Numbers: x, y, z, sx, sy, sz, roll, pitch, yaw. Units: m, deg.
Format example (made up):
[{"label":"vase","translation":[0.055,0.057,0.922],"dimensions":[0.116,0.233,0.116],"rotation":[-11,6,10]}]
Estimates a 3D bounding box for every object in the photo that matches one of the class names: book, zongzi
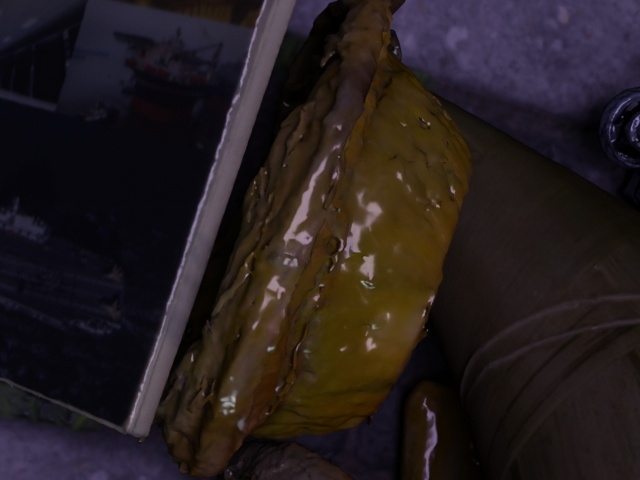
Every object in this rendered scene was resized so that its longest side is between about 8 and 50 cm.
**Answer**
[{"label":"book","translation":[-0.130,-0.111,0.879],"dimensions":[0.028,0.262,0.374],"rotation":[21,86,-54]},{"label":"zongzi","translation":[0.245,0.052,1.081],"dimensions":[0.447,0.181,0.418],"rotation":[-1,58,-42]}]

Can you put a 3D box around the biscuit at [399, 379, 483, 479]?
[{"label":"biscuit","translation":[0.123,0.180,1.083],"dimensions":[0.174,0.039,0.183],"rotation":[1,94,-18]}]

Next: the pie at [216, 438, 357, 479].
[{"label":"pie","translation":[0.024,0.187,0.962],"dimensions":[0.195,0.195,0.046],"rotation":[45,70,-16]}]

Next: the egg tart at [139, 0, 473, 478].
[{"label":"egg tart","translation":[0.000,0.000,0.904],"dimensions":[0.118,0.288,0.288],"rotation":[20,87,-5]}]

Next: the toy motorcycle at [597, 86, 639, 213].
[{"label":"toy motorcycle","translation":[0.268,-0.045,1.106],"dimensions":[0.124,0.061,0.193],"rotation":[-41,111,-6]}]
